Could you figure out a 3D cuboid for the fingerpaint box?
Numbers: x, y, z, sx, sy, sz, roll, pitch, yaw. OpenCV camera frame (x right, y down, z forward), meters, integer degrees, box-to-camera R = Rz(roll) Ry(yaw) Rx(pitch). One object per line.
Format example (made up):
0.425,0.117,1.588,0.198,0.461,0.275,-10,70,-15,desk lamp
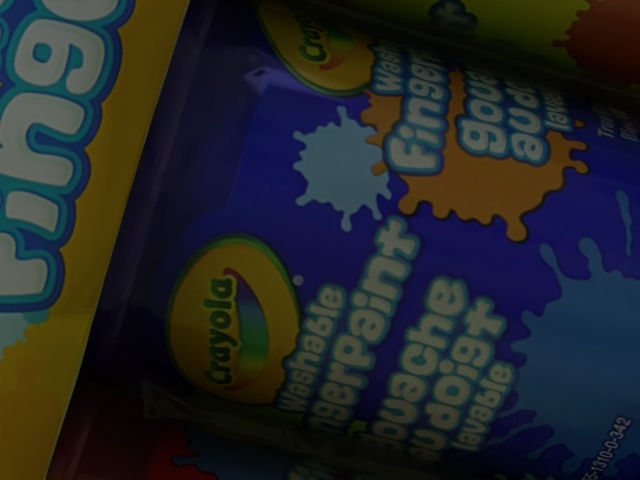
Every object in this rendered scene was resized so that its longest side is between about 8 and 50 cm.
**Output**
0.000,0.000,0.591,0.163,0.371,0.444,143,144,-83,fingerpaint box
